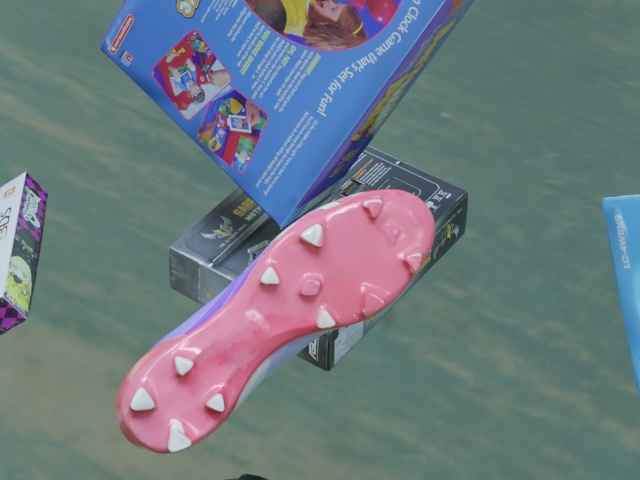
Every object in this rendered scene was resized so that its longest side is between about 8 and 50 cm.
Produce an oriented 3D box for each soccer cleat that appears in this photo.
[{"bbox_3d":[-0.034,0.048,1.271,0.248,0.095,0.083,-40,102,-7],"label":"soccer cleat"}]

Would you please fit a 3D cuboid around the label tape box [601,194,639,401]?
[{"bbox_3d":[0.358,0.069,1.175,0.348,0.115,0.249,-5,99,49],"label":"label tape box"}]

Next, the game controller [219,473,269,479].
[{"bbox_3d":[-0.087,0.180,1.031,0.319,0.166,0.067,-15,54,48],"label":"game controller"}]

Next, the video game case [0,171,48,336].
[{"bbox_3d":[-0.366,0.056,1.817,0.232,0.210,0.042,-30,120,18],"label":"video game case"}]

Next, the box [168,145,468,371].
[{"bbox_3d":[0.000,0.000,1.783,0.183,0.231,0.056,25,138,25],"label":"box"}]

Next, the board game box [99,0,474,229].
[{"bbox_3d":[-0.017,-0.204,1.577,0.233,0.078,0.347,45,133,8],"label":"board game box"}]
